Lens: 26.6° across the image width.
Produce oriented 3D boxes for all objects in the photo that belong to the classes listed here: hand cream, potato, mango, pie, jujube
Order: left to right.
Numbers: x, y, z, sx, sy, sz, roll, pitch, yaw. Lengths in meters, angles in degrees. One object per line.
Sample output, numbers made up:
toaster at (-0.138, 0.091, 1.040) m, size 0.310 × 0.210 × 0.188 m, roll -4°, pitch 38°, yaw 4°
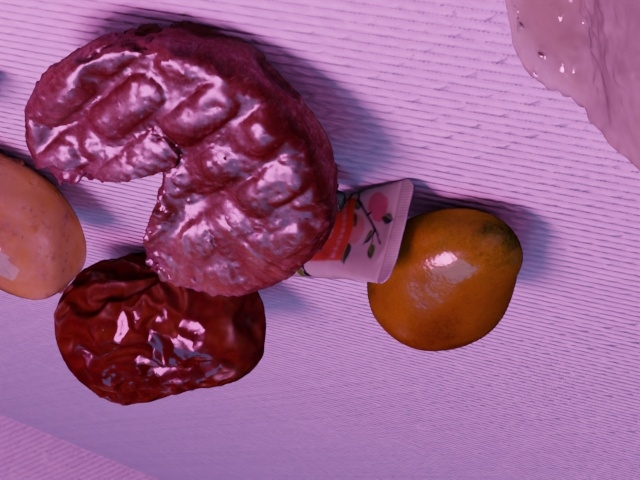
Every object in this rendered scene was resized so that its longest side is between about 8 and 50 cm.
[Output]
potato at (-0.290, -0.020, 1.236) m, size 0.109 × 0.118 × 0.178 m, roll -34°, pitch 117°, yaw 24°
jujube at (-0.156, 0.085, 1.346) m, size 0.230 × 0.155 × 0.155 m, roll -8°, pitch 149°, yaw 35°
pie at (-0.089, -0.053, 0.917) m, size 0.204 × 0.054 × 0.218 m, roll -15°, pitch 124°, yaw 32°
hand cream at (0.000, 0.000, 1.063) m, size 0.050 × 0.080 × 0.234 m, roll 20°, pitch 167°, yaw -27°
mango at (0.091, 0.025, 1.019) m, size 0.111 × 0.089 × 0.163 m, roll 5°, pitch 150°, yaw 3°

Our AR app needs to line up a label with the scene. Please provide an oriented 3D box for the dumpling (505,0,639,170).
dumpling at (0.190, -0.096, 0.500) m, size 0.243 × 0.175 × 0.226 m, roll 1°, pitch 128°, yaw 8°

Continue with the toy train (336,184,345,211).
toy train at (-0.033, -0.035, 1.000) m, size 0.103 × 0.064 × 0.044 m, roll 22°, pitch 160°, yaw -6°
